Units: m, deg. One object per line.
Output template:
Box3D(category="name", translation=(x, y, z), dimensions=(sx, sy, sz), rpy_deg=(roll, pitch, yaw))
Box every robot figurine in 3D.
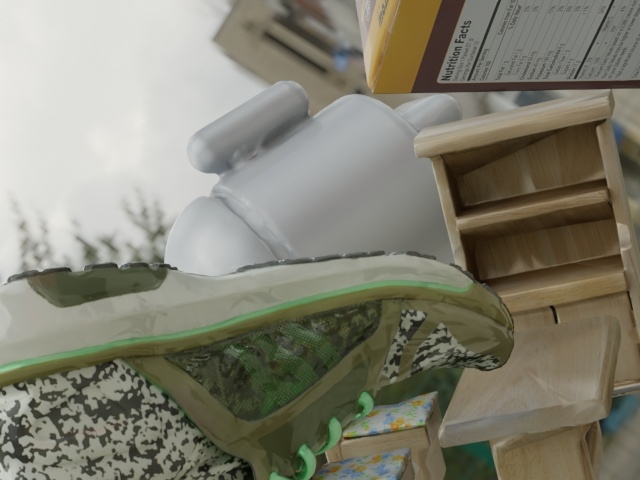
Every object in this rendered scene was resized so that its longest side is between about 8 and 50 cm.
Box3D(category="robot figurine", translation=(0.000, 0.000, 1.762), dimensions=(0.353, 0.300, 0.200), rpy_deg=(-35, 6, -17))

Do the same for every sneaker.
Box3D(category="sneaker", translation=(-0.049, 0.110, 1.159), dimensions=(0.410, 0.182, 0.158), rpy_deg=(-3, -11, -33))

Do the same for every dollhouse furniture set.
Box3D(category="dollhouse furniture set", translation=(0.166, 0.049, 1.461), dimensions=(0.394, 0.362, 0.256), rpy_deg=(-49, -54, -73))

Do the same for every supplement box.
Box3D(category="supplement box", translation=(0.115, -0.184, 0.888), dimensions=(0.129, 0.194, 0.191), rpy_deg=(107, 158, -62))
